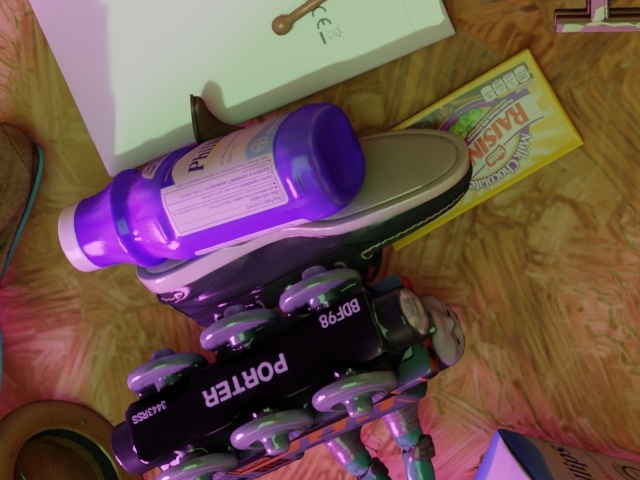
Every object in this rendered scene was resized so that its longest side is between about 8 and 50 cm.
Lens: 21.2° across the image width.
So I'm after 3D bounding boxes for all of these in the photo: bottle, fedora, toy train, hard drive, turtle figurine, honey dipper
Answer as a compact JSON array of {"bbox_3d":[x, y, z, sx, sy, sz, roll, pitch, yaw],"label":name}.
[{"bbox_3d":[-0.103,-0.039,1.524,0.283,0.118,0.092,-16,108,27],"label":"bottle"},{"bbox_3d":[-0.262,0.256,1.677,0.194,0.194,0.079,52,139,-5],"label":"fedora"},{"bbox_3d":[-0.029,0.131,1.560,0.334,0.190,0.142,-28,70,23],"label":"toy train"},{"bbox_3d":[-0.081,-0.231,1.585,0.353,0.047,0.233,-22,99,10],"label":"hard drive"},{"bbox_3d":[0.107,0.263,1.640,0.175,0.118,0.234,-31,91,12],"label":"turtle figurine"},{"bbox_3d":[0.023,-0.232,1.534,0.161,0.030,0.030,-34,96,14],"label":"honey dipper"}]

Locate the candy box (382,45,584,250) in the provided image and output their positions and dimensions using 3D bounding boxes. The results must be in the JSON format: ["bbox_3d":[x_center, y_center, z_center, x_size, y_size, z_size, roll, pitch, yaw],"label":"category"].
[{"bbox_3d":[0.132,-0.084,1.600,0.206,0.027,0.105,-31,99,13],"label":"candy box"}]

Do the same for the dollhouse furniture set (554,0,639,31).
[{"bbox_3d":[0.275,-0.290,1.427,0.161,0.242,0.212,0,103,7],"label":"dollhouse furniture set"}]

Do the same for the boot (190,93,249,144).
[{"bbox_3d":[-0.057,-0.107,1.572,0.114,0.037,0.106,-11,143,6],"label":"boot"}]

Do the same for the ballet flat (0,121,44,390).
[{"bbox_3d":[-0.351,0.051,1.600,0.124,0.116,0.342,13,88,-37],"label":"ballet flat"}]

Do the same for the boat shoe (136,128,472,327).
[{"bbox_3d":[-0.001,0.003,1.581,0.340,0.127,0.113,-23,124,18],"label":"boat shoe"}]

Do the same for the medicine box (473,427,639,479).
[{"bbox_3d":[0.252,0.343,1.564,0.289,0.149,0.263,16,106,-25],"label":"medicine box"}]
